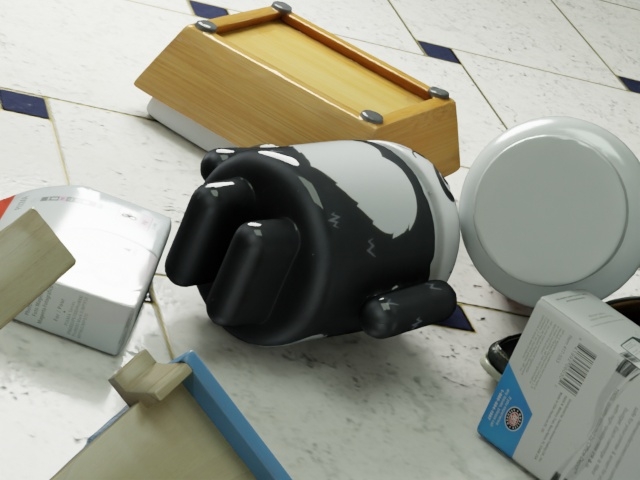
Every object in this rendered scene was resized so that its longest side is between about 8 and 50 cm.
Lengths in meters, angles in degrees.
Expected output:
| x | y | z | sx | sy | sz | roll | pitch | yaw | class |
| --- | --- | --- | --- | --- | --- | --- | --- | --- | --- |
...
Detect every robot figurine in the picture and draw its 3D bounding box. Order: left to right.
| x | y | z | sx | sy | sz | roll | pitch | yaw | class |
| --- | --- | --- | --- | --- | --- | --- | --- | --- | --- |
| 0.000 | -0.003 | 1.649 | 0.278 | 0.174 | 0.209 | -8 | 80 | -47 | robot figurine |

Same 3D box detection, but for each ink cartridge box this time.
| x | y | z | sx | sy | sz | roll | pitch | yaw | class |
| --- | --- | --- | --- | --- | --- | --- | --- | --- | --- |
| -0.252 | -0.001 | 1.595 | 0.232 | 0.066 | 0.189 | 24 | 25 | -5 | ink cartridge box |
| 0.244 | 0.150 | 1.577 | 0.191 | 0.139 | 0.082 | 36 | 27 | 28 | ink cartridge box |

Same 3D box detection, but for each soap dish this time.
| x | y | z | sx | sy | sz | roll | pitch | yaw | class |
| --- | --- | --- | --- | --- | --- | --- | --- | --- | --- |
| -0.013 | -0.140 | 1.991 | 0.291 | 0.118 | 0.229 | 30 | 26 | 21 | soap dish |

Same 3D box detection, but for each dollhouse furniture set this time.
| x | y | z | sx | sy | sz | roll | pitch | yaw | class |
| --- | --- | --- | --- | --- | --- | --- | --- | --- | --- |
| -0.210 | 0.188 | 1.233 | 0.303 | 0.198 | 0.286 | 51 | 49 | -6 | dollhouse furniture set |

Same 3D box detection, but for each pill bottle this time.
| x | y | z | sx | sy | sz | roll | pitch | yaw | class |
| --- | --- | --- | --- | --- | --- | --- | --- | --- | --- |
| 0.220 | -0.024 | 1.757 | 0.176 | 0.176 | 0.318 | 26 | 3 | 9 | pill bottle |

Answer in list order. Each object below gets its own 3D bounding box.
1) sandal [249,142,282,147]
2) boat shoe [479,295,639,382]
| x | y | z | sx | sy | sz | roll | pitch | yaw | class |
| --- | --- | --- | --- | --- | --- | --- | --- | --- | --- |
| 0.014 | -0.025 | 1.824 | 0.219 | 0.090 | 0.060 | 25 | 41 | 5 | sandal |
| 0.238 | 0.093 | 1.765 | 0.233 | 0.079 | 0.084 | -6 | 38 | -43 | boat shoe |
